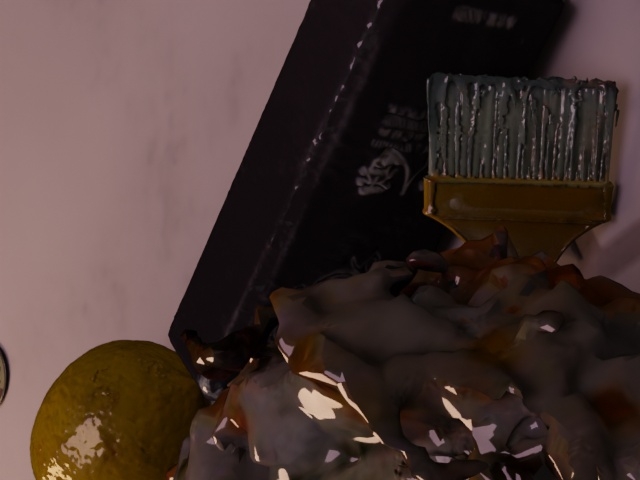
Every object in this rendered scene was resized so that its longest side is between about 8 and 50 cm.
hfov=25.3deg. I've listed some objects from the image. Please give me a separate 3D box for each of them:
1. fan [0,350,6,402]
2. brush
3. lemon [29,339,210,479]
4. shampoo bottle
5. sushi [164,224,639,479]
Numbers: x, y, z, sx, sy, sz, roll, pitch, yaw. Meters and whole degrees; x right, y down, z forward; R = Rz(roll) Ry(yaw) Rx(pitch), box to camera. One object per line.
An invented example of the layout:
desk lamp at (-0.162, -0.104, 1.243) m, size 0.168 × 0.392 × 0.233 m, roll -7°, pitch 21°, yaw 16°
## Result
fan at (-0.244, 0.109, 1.054) m, size 0.060 × 0.003 × 0.080 m, roll -34°, pitch 67°, yaw 47°
brush at (0.083, 0.036, 0.618) m, size 0.010 × 0.083 × 0.218 m, roll -97°, pitch 8°, yaw -75°
lemon at (-0.111, 0.116, 0.816) m, size 0.133 × 0.109 × 0.109 m, roll -51°, pitch 55°, yaw 30°
shampoo bottle at (0.001, 0.000, 0.680) m, size 0.071 × 0.098 × 0.309 m, roll 53°, pitch 130°, yaw 38°
sushi at (0.079, 0.196, 0.488) m, size 0.417 × 0.176 × 0.417 m, roll 13°, pitch 106°, yaw 53°
